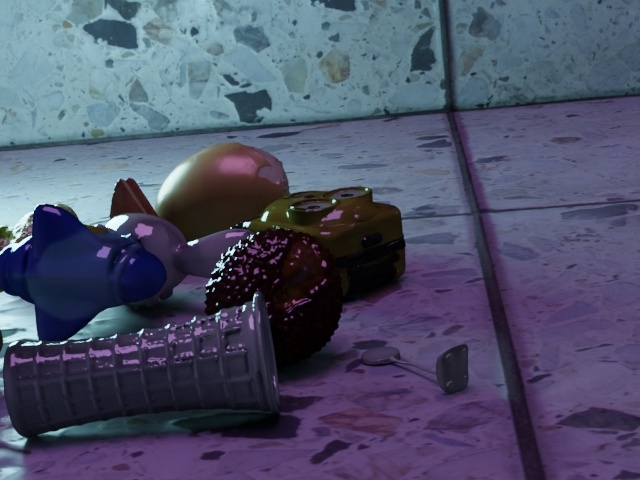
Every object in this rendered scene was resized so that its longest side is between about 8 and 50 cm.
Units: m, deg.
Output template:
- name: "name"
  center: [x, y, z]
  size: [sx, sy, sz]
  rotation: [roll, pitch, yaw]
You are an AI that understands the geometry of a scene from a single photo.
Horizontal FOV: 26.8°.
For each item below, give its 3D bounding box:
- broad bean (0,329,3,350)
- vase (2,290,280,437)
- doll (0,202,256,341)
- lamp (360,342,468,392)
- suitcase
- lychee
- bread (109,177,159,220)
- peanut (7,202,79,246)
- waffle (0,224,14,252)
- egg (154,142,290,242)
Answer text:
- name: "broad bean"
  center: [-0.503, 0.142, 1.719]
  size: [0.189, 0.121, 0.263]
  rotation: [-9, 15, 3]
- name: "vase"
  center: [-0.203, 0.148, 1.535]
  size: [0.299, 0.143, 0.143]
  rotation: [-8, 13, 0]
- name: "doll"
  center: [-0.323, 0.047, 1.979]
  size: [0.365, 0.187, 0.376]
  rotation: [-7, -17, -42]
- name: "lamp"
  center: [0.111, 0.139, 1.629]
  size: [0.050, 0.056, 0.198]
  rotation: [-16, 13, -28]
- name: "suitcase"
  center: [0.000, 0.000, 2.057]
  size: [0.235, 0.143, 0.194]
  rotation: [8, 18, 43]
- name: "lychee"
  center: [-0.062, 0.075, 1.714]
  size: [0.188, 0.188, 0.188]
  rotation: [-5, 13, 1]
- name: "bread"
  center: [-0.301, 0.001, 2.256]
  size: [0.067, 0.192, 0.119]
  rotation: [-24, -15, -41]
- name: "peanut"
  center: [-0.474, 0.002, 2.332]
  size: [0.101, 0.117, 0.263]
  rotation: [17, 12, 2]
- name: "waffle"
  center: [-0.701, 0.017, 2.439]
  size: [0.297, 0.073, 0.317]
  rotation: [5, 17, 41]
- name: "egg"
  center: [-0.163, -0.064, 2.285]
  size: [0.244, 0.201, 0.201]
  rotation: [-11, 12, 8]
